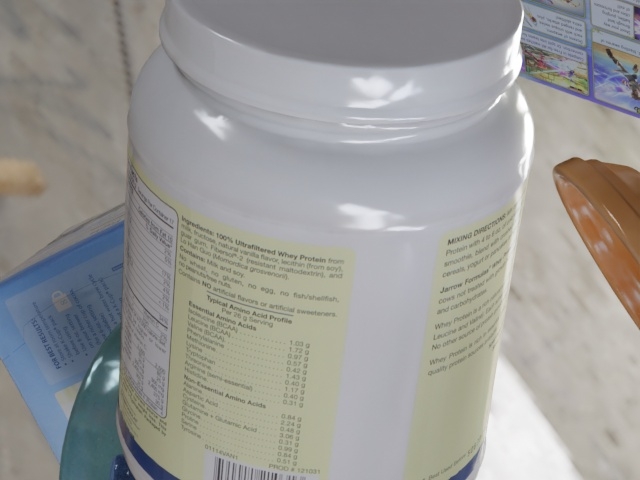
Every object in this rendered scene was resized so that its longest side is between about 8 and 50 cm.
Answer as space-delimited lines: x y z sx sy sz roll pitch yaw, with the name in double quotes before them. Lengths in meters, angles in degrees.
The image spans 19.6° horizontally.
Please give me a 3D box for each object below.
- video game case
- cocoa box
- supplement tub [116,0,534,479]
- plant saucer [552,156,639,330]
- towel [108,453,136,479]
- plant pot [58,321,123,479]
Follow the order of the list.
"video game case" 0.233 -0.224 1.572 0.269 0.061 0.244 23 -34 28
"cocoa box" -0.104 0.127 1.665 0.347 0.231 0.228 62 22 -7
"supplement tub" 0.000 0.000 1.098 0.235 0.324 0.235 4 31 -3
"plant saucer" 0.195 0.034 1.001 0.200 0.037 0.200 57 0 -1
"towel" -0.118 0.188 1.179 0.029 0.067 0.119 55 41 -40
"plant pot" -0.049 0.171 1.402 0.255 0.271 0.272 15 17 15
